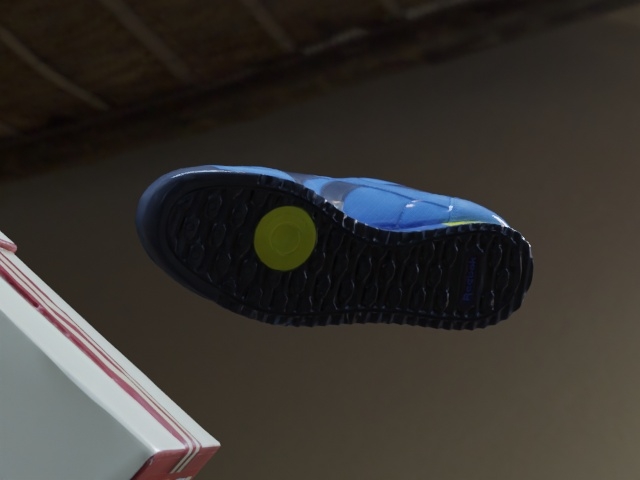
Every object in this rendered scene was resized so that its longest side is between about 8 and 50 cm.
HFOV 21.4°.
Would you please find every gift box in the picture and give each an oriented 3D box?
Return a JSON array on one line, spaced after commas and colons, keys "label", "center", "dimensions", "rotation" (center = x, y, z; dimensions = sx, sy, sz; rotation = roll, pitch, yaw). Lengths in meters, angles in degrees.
[{"label": "gift box", "center": [-0.237, 0.116, 0.933], "dimensions": [0.255, 0.258, 0.276], "rotation": [-47, -6, -6]}]

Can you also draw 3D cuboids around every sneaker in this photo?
[{"label": "sneaker", "center": [0.000, 0.000, 0.826], "dimensions": [0.209, 0.082, 0.069], "rotation": [8, -78, -28]}]
